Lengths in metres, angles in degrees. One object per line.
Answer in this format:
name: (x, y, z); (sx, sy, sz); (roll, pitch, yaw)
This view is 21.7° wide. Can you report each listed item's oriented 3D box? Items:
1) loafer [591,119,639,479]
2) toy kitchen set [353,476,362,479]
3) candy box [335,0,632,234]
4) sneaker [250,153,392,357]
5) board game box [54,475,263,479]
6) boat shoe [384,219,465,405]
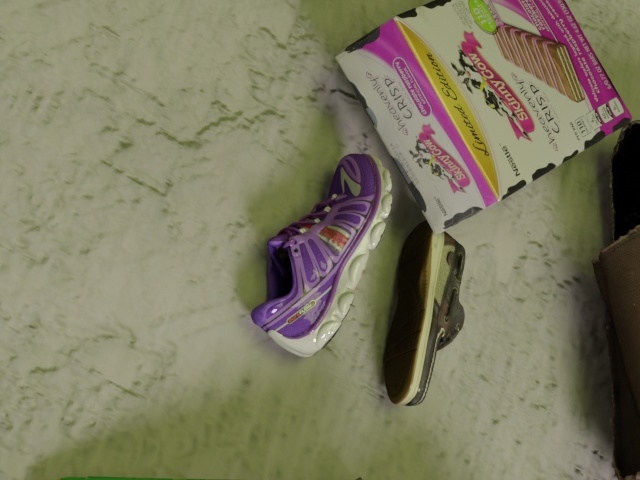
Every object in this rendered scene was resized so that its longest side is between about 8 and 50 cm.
loafer: (0.266, 0.051, 1.340); (0.130, 0.134, 0.366); (26, 49, -20)
toy kitchen set: (0.013, 0.214, 1.130); (0.068, 0.083, 0.075); (-28, 88, 3)
candy box: (0.135, -0.119, 1.315); (0.233, 0.071, 0.159); (-30, 90, -49)
sneaker: (0.000, 0.000, 1.204); (0.071, 0.068, 0.170); (31, 57, -14)
board game box: (-0.040, 0.203, 1.036); (0.259, 0.039, 0.124); (5, 41, -12)
boat shoe: (0.084, 0.056, 1.245); (0.049, 0.056, 0.152); (23, 60, -20)
